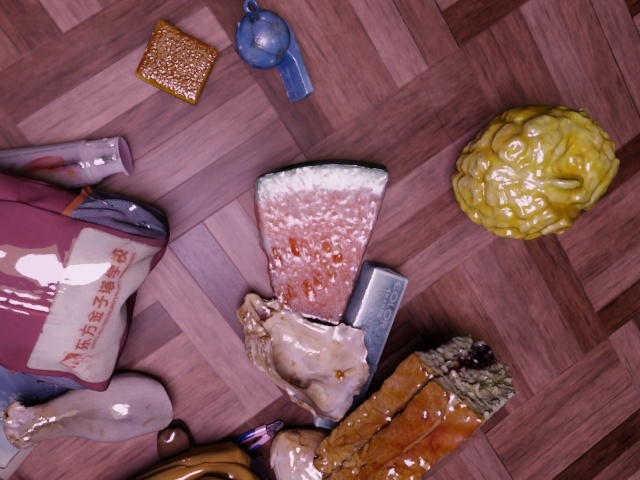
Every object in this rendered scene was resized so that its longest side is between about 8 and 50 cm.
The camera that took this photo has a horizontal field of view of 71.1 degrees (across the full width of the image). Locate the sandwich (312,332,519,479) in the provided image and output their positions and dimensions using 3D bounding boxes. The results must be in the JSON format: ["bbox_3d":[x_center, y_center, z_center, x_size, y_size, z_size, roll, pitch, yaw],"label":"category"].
[{"bbox_3d":[0.173,0.275,0.717,0.325,0.131,0.262,6,127,-53],"label":"sandwich"}]

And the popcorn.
[{"bbox_3d":[0.349,-0.116,0.743,0.206,0.251,0.237,50,121,8],"label":"popcorn"}]

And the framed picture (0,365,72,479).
[{"bbox_3d":[-0.540,0.182,0.673,0.335,0.022,0.247,41,89,-15],"label":"framed picture"}]

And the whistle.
[{"bbox_3d":[-0.079,-0.282,0.673,0.090,0.090,0.157,-22,103,-8],"label":"whistle"}]

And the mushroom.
[{"bbox_3d":[-0.346,0.264,0.679,0.225,0.093,0.116,2,113,-31],"label":"mushroom"}]

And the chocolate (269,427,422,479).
[{"bbox_3d":[0.050,0.419,0.781,0.309,0.134,0.134,29,91,-15],"label":"chocolate"}]

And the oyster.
[{"bbox_3d":[-0.038,0.179,0.714,0.233,0.161,0.107,34,132,15],"label":"oyster"}]

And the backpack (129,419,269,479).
[{"bbox_3d":[-0.231,0.496,0.694,0.378,0.201,0.353,-18,103,-12],"label":"backpack"}]

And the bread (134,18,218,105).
[{"bbox_3d":[-0.214,-0.264,0.670,0.094,0.035,0.090,24,93,-15],"label":"bread"}]

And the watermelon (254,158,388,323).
[{"bbox_3d":[0.000,0.000,0.706,0.193,0.140,0.256,5,103,7],"label":"watermelon"}]

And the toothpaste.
[{"bbox_3d":[-0.441,-0.092,0.635,0.323,0.066,0.100,-11,102,-6],"label":"toothpaste"}]

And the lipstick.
[{"bbox_3d":[0.065,0.180,0.775,0.078,0.076,0.289,20,94,-13],"label":"lipstick"}]

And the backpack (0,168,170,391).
[{"bbox_3d":[-0.394,0.042,0.588,0.317,0.197,0.283,20,96,-25],"label":"backpack"}]

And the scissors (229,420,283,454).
[{"bbox_3d":[-0.117,0.353,0.794,0.113,0.012,0.039,-27,103,-8],"label":"scissors"}]
